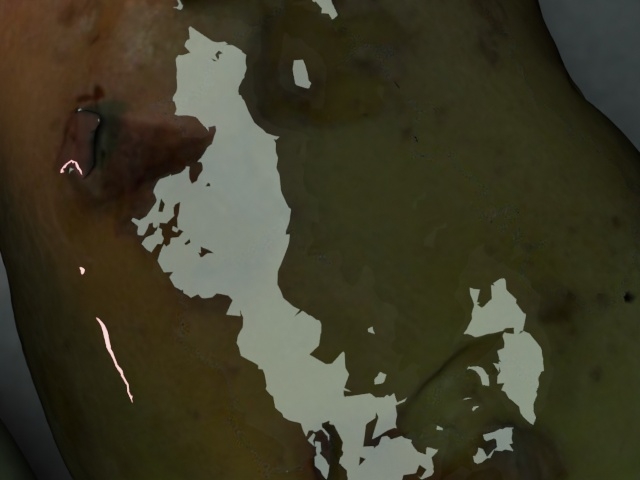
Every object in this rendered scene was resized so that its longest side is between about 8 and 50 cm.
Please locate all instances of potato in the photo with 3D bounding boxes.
[{"bbox_3d":[0.000,0.000,0.462,0.165,0.165,0.262,-29,84,6],"label":"potato"}]

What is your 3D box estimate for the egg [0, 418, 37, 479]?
[{"bbox_3d":[-0.169,0.086,0.470,0.217,0.183,0.183,39,91,25],"label":"egg"}]
